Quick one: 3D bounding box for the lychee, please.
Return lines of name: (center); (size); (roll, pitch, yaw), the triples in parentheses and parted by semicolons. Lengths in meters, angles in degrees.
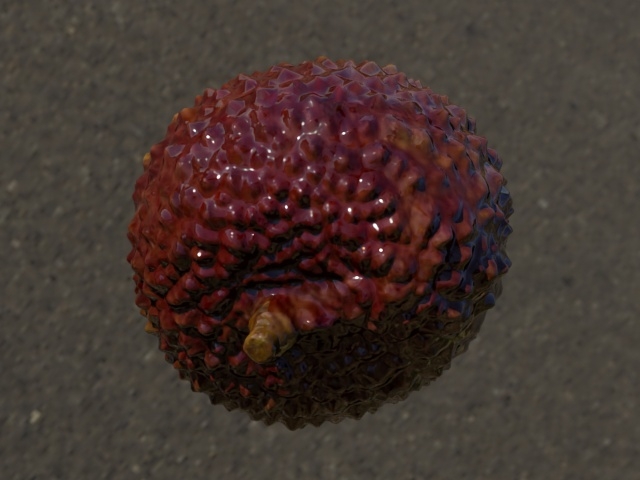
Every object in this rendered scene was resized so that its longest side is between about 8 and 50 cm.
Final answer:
lychee: (0.000, 0.000, 1.215); (0.276, 0.276, 0.304); (36, 34, -9)
